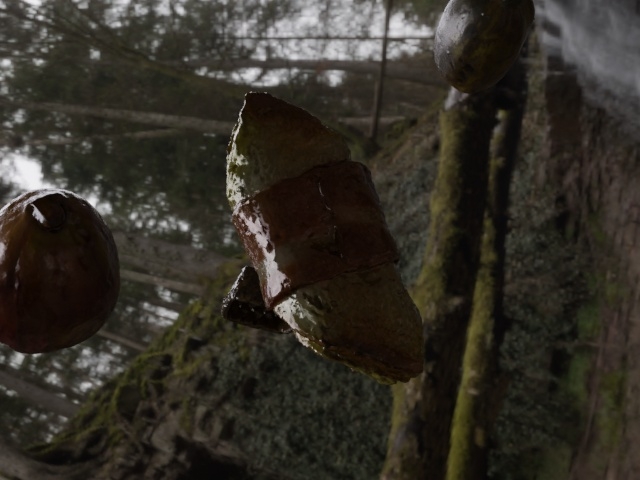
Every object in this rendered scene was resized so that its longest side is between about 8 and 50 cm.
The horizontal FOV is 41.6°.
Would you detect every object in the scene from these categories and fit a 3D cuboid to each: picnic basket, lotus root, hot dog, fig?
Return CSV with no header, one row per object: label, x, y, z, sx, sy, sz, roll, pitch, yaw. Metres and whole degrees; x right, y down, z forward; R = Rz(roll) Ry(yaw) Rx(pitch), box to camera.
picnic basket,-0.073,0.080,1.117,0.193,0.110,0.055,134,151,-74
lotus root,0.203,-0.263,1.058,0.120,0.120,0.209,-59,-7,-28
hot dog,-0.004,0.002,0.685,0.123,0.093,0.262,-14,-105,-19
fig,-0.411,0.044,1.273,0.224,0.224,0.263,1,-68,-55
